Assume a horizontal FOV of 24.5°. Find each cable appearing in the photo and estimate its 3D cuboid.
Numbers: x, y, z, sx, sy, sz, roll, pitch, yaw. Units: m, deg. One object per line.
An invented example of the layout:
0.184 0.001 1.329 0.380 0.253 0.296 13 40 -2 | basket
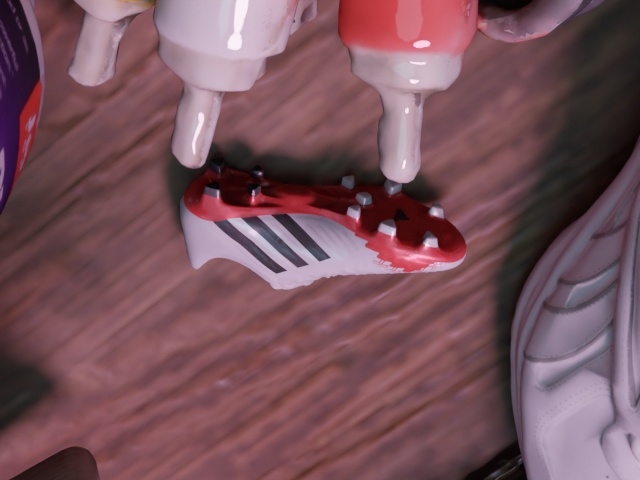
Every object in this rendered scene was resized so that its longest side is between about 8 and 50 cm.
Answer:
0.006 -0.146 0.309 0.139 0.072 0.287 17 124 21 | cable

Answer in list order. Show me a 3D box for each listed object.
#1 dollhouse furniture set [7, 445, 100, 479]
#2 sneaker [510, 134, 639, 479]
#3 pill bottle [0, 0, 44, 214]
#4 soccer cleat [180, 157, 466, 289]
0.000 0.243 0.425 0.198 0.286 0.303 -31 121 22 | dollhouse furniture set
0.107 0.020 0.382 0.090 0.115 0.232 9 118 -3 | sneaker
-0.121 -0.026 0.322 0.108 0.193 0.108 1 119 2 | pill bottle
0.000 0.000 0.427 0.083 0.029 0.035 10 127 1 | soccer cleat
